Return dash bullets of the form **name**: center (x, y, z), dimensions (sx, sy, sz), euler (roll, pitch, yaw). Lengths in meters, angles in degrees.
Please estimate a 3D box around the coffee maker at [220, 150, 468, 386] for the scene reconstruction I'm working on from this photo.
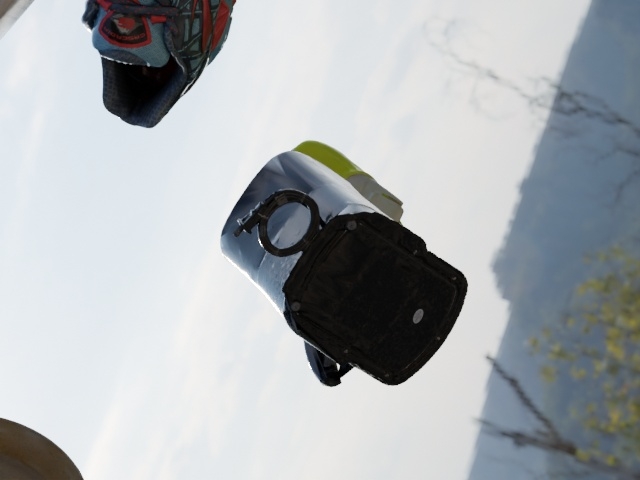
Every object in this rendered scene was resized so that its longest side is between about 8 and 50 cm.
- **coffee maker**: center (0.000, 0.000, 1.017), dimensions (0.120, 0.171, 0.178), euler (-35, 26, -8)

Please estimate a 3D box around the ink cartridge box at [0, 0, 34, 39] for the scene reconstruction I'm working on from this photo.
- **ink cartridge box**: center (-0.171, -0.091, 0.523), dimensions (0.135, 0.099, 0.056), euler (-48, 8, 2)

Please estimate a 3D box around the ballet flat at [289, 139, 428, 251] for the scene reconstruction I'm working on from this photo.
- **ballet flat**: center (0.056, -0.006, 1.318), dimensions (0.077, 0.077, 0.231), euler (-53, -55, -27)

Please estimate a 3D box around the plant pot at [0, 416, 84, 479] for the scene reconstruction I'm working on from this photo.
- **plant pot**: center (-0.313, 0.242, 1.206), dimensions (0.236, 0.236, 0.032), euler (-58, -15, -49)

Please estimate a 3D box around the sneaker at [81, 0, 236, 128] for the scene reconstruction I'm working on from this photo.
- **sneaker**: center (-0.108, -0.177, 0.985), dimensions (0.262, 0.104, 0.125), euler (97, -168, -53)
